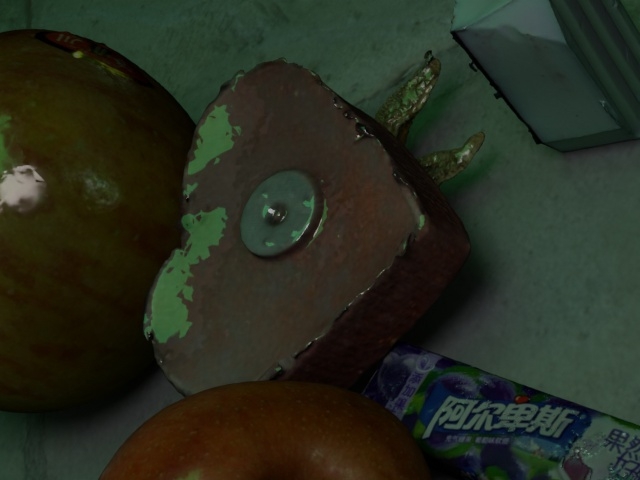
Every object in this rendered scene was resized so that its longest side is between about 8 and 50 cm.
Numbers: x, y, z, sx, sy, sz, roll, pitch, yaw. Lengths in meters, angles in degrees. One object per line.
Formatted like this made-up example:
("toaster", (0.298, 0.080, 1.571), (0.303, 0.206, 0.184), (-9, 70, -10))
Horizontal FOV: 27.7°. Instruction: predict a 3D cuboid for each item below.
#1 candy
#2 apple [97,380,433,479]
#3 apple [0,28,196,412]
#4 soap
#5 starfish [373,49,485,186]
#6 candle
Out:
("candy", (0.157, 0.159, 1.009), (0.312, 0.061, 0.088), (16, 67, 45))
("apple", (-0.042, 0.224, 0.971), (0.206, 0.272, 0.251), (118, 156, -53))
("apple", (-0.281, -0.014, 1.323), (0.400, 0.333, 0.400), (-42, 30, 31))
("soap", (0.198, -0.176, 1.112), (0.091, 0.230, 0.145), (-12, 51, 32))
("starfish", (0.030, -0.058, 1.280), (0.302, 0.060, 0.299), (-33, 46, 24))
("candle", (0.000, 0.000, 1.138), (0.287, 0.131, 0.317), (-8, 67, 38))
